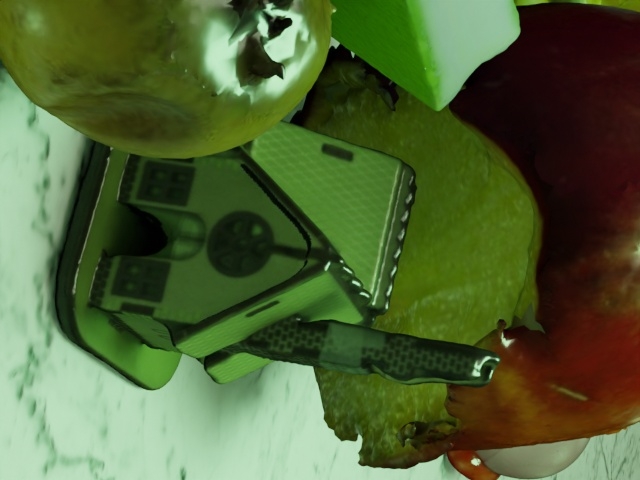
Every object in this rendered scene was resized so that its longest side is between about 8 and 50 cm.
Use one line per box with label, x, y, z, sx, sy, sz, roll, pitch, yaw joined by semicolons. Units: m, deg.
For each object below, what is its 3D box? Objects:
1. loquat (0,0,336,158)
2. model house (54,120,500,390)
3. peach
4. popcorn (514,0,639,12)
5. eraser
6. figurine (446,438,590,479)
loquat;-0.090;-0.143;1.005;0.213;0.213;0.213;5;90;-70
model house;0.000;0.000;1.189;0.205;0.279;0.218;48;52;-66
peach;0.135;0.001;1.381;0.353;0.417;0.339;13;69;-61
popcorn;0.181;-0.176;1.700;0.282;0.247;0.282;13;90;-79
eraser;-0.006;-0.227;1.117;0.092;0.274;0.210;-41;149;-12
figurine;0.241;0.193;2.057;0.173;0.173;0.173;5;90;-70
